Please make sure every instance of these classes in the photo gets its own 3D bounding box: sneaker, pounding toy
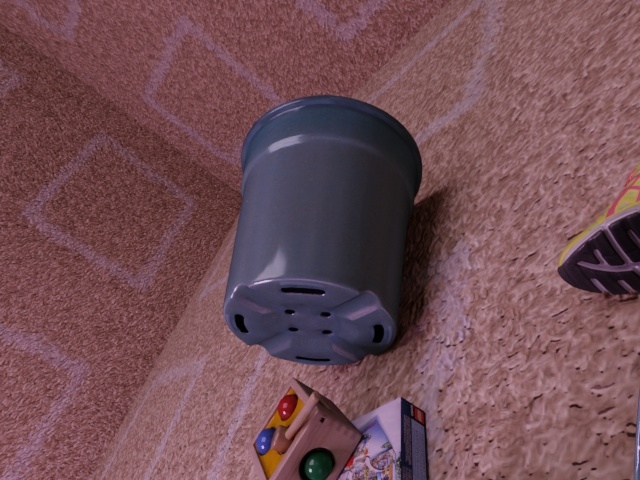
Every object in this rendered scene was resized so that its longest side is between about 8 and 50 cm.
[{"bbox_3d":[0.310,-0.031,0.409,0.208,0.081,0.094,-40,15,19],"label":"sneaker"},{"bbox_3d":[-0.024,0.239,0.548,0.130,0.100,0.141,-56,18,-8],"label":"pounding toy"}]

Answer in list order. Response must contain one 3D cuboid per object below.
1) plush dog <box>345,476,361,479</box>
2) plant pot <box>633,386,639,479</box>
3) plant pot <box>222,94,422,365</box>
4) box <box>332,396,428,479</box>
[{"bbox_3d":[0.022,0.302,0.273,0.225,0.262,0.211,-44,39,15],"label":"plush dog"},{"bbox_3d":[0.219,0.130,0.098,0.195,0.290,0.290,3,50,23],"label":"plant pot"},{"bbox_3d":[0.000,0.000,0.741,0.341,0.341,0.334,-37,32,41],"label":"plant pot"},{"bbox_3d":[0.027,0.307,0.534,0.233,0.044,0.159,-41,22,33],"label":"box"}]
